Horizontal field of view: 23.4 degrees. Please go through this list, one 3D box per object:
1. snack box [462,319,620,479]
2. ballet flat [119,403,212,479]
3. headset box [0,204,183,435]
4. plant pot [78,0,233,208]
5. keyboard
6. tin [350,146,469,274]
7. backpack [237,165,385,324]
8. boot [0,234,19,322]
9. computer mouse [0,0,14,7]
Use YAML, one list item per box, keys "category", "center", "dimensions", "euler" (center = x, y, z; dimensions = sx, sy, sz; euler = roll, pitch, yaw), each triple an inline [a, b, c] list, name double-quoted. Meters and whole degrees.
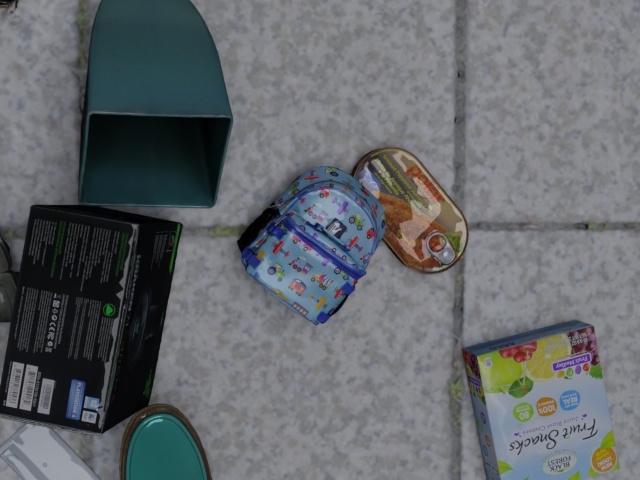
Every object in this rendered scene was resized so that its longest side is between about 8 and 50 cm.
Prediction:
- category: "snack box"
  center: [0.300, 0.229, 2.098]
  dimensions: [0.174, 0.070, 0.207]
  euler: [-14, 99, -12]
- category: "ballet flat"
  center: [-0.179, 0.345, 1.965]
  dimensions: [0.116, 0.124, 0.342]
  euler: [-20, 110, -5]
- category: "headset box"
  center: [-0.270, 0.086, 1.853]
  dimensions: [0.131, 0.283, 0.246]
  euler: [11, 91, 5]
- category: "plant pot"
  center: [-0.208, -0.182, 1.861]
  dimensions: [0.165, 0.166, 0.234]
  euler: [1, 52, -13]
- category: "keyboard"
  center: [-0.306, 0.339, 1.999]
  dimensions: [0.072, 0.014, 0.256]
  euler: [-44, 103, -11]
- category: "tin"
  center: [0.117, -0.040, 2.051]
  dimensions: [0.106, 0.040, 0.190]
  euler: [-40, 101, -3]
- category: "backpack"
  center: [0.000, 0.000, 1.972]
  dimensions: [0.158, 0.117, 0.173]
  euler: [42, 96, -12]
- category: "boot"
  center: [-0.436, 0.111, 1.916]
  dimensions: [0.161, 0.083, 0.247]
  euler: [-13, 99, -17]
- category: "computer mouse"
  center: [-0.422, -0.379, 1.893]
  dimensions: [0.106, 0.042, 0.193]
  euler: [0, 95, -12]
